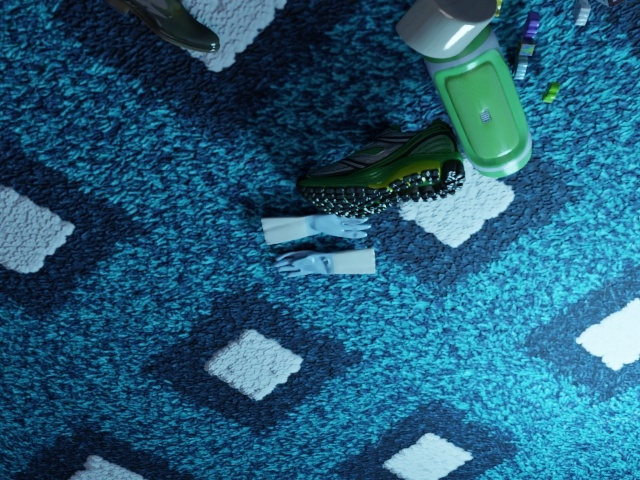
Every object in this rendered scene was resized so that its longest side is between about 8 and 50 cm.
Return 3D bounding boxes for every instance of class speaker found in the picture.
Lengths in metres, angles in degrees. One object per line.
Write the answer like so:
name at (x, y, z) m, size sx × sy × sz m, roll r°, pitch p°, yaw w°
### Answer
speaker at (0.286, -0.254, 1.296) m, size 0.131 × 0.131 × 0.296 m, roll -23°, pitch 128°, yaw 14°

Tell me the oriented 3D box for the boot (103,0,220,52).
boot at (-0.251, -0.401, 1.202) m, size 0.219 × 0.082 × 0.106 m, roll 24°, pitch 125°, yaw -20°

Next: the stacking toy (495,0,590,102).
stacking toy at (0.369, -0.352, 1.309) m, size 0.167 × 0.052 × 0.221 m, roll 8°, pitch 135°, yaw 1°

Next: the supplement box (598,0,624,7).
supplement box at (0.432, -0.502, 1.130) m, size 0.073 × 0.130 × 0.239 m, roll -28°, pitch 129°, yaw 1°

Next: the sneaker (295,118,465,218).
sneaker at (0.113, -0.139, 1.423) m, size 0.344 × 0.146 × 0.134 m, roll -10°, pitch 151°, yaw 21°

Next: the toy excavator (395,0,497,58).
toy excavator at (0.015, -0.480, 0.973) m, size 0.446 × 0.432 × 0.222 m, roll 6°, pitch 153°, yaw -25°

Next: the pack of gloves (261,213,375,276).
pack of gloves at (0.000, 0.000, 1.580) m, size 0.232 × 0.046 × 0.195 m, roll -3°, pitch 137°, yaw 5°
